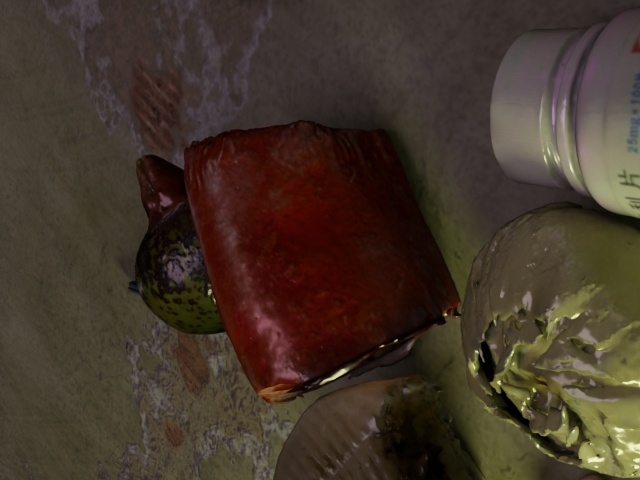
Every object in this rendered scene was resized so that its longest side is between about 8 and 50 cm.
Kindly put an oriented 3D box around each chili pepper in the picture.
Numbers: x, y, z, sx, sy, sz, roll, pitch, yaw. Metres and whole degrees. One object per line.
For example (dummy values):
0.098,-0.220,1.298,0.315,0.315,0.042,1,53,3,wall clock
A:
0.000,0.000,0.983,0.229,0.251,0.305,115,137,-79,chili pepper

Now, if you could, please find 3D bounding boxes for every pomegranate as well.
-0.150,-0.008,1.160,0.214,0.214,0.248,-34,90,46,pomegranate

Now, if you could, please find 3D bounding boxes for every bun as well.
0.084,0.301,1.014,0.281,0.204,0.282,-14,65,34,bun
0.222,0.104,0.805,0.259,0.152,0.259,33,146,25,bun

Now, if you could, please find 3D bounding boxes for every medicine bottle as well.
0.286,-0.096,0.707,0.293,0.170,0.170,13,111,43,medicine bottle

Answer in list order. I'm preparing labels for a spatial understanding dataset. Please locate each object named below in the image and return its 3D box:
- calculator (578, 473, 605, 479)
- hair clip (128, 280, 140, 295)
0.301,0.311,0.919,0.175,0.032,0.100,42,129,30,calculator
-0.235,0.065,1.400,0.229,0.039,0.070,-20,89,49,hair clip
